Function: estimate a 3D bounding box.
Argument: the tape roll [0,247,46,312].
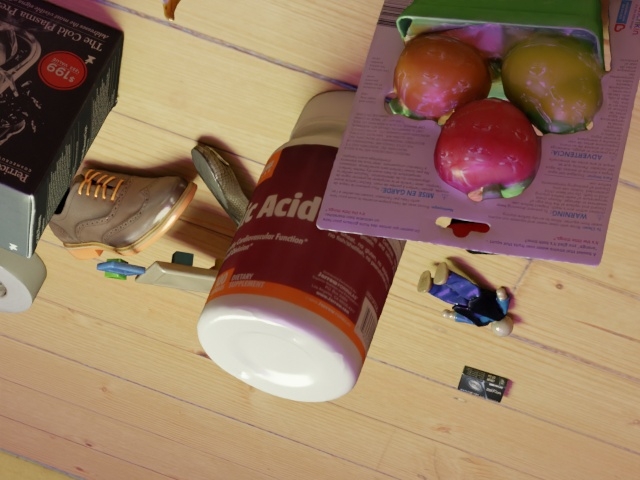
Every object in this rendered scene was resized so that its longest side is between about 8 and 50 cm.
[{"bbox_3d":[-0.653,0.053,2.557,0.219,0.072,0.219,15,149,9],"label":"tape roll"}]

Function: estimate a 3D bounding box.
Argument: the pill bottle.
[{"bbox_3d":[0.000,0.000,1.775,0.224,0.392,0.224,15,148,10],"label":"pill bottle"}]

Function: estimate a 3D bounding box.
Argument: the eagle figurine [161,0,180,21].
[{"bbox_3d":[-0.178,-0.359,1.493,0.298,0.225,0.226,10,143,23],"label":"eagle figurine"}]

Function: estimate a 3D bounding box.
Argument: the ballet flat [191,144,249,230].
[{"bbox_3d":[-0.131,-0.067,2.083,0.084,0.058,0.250,40,166,51],"label":"ballet flat"}]

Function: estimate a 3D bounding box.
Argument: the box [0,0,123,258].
[{"bbox_3d":[-0.499,-0.197,1.850,0.343,0.312,0.179,21,149,-1],"label":"box"}]

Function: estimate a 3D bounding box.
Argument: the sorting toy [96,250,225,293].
[{"bbox_3d":[-0.204,0.054,2.188,0.347,0.047,0.196,10,169,-18],"label":"sorting toy"}]

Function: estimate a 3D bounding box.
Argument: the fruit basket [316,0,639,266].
[{"bbox_3d":[0.194,-0.142,1.487,0.327,0.353,0.165,7,161,21],"label":"fruit basket"}]

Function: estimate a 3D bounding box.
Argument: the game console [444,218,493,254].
[{"bbox_3d":[0.257,0.009,1.931,0.144,0.085,0.124,1,143,30],"label":"game console"}]

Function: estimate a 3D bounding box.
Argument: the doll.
[{"bbox_3d":[0.244,0.103,2.119,0.189,0.046,0.129,32,138,-28],"label":"doll"}]

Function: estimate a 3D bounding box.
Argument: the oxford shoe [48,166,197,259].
[{"bbox_3d":[-0.348,-0.057,2.158,0.363,0.130,0.133,-15,128,44],"label":"oxford shoe"}]

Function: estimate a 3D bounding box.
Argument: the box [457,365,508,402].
[{"bbox_3d":[0.294,0.261,2.358,0.083,0.018,0.067,17,149,7],"label":"box"}]
